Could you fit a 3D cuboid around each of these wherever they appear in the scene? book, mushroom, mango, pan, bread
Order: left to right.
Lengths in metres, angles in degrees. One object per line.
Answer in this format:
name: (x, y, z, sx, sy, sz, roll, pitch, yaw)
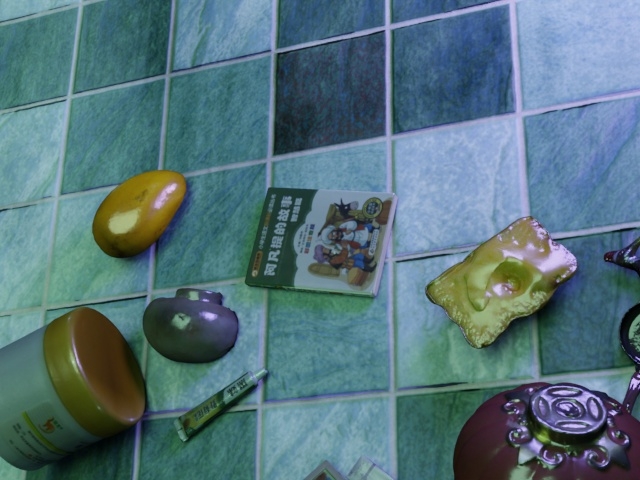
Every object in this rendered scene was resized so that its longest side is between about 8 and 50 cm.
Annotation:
mango: (-0.357, -0.059, 2.202, 0.219, 0.112, 0.145, -43, 57, -13)
mushroom: (-0.252, 0.156, 2.061, 0.188, 0.117, 0.141, 3, 81, 20)
book: (0.000, 0.000, 2.058, 0.264, 0.027, 0.202, 4, 70, 25)
bread: (0.309, 0.074, 1.856, 0.233, 0.088, 0.161, -38, 63, 2)
pan: (0.511, 0.192, 1.734, 0.115, 0.040, 0.212, 15, 67, 28)

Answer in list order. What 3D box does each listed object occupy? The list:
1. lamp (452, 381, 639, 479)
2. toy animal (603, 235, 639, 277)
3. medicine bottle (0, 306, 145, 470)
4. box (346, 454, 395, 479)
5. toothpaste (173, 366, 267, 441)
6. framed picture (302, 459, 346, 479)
lamp: (0.342, 0.340, 1.610, 0.303, 0.257, 0.303, 3, 31, -2)
toy animal: (0.543, 0.054, 1.768, 0.202, 0.070, 0.105, 27, 66, 37)
medicine bottle: (-0.477, 0.273, 2.028, 0.232, 0.238, 0.238, -27, 59, 13)
box: (0.101, 0.408, 1.826, 0.117, 0.036, 0.050, 35, 85, 31)
toothpaste: (-0.179, 0.292, 2.007, 0.204, 0.031, 0.049, -36, 58, 9)
framed picture: (0.014, 0.487, 1.776, 0.184, 0.016, 0.250, -39, 47, -11)
